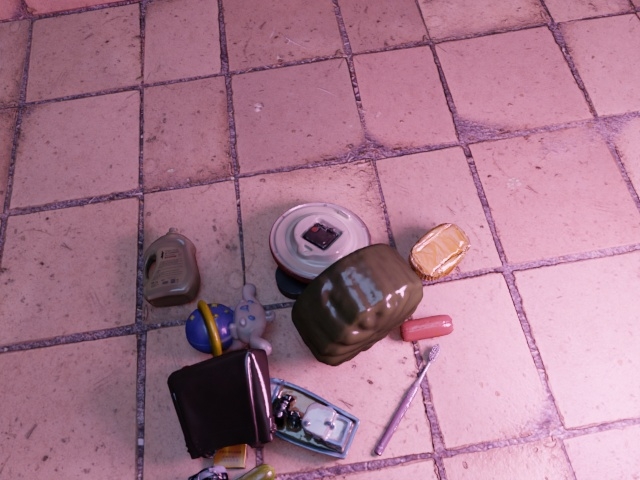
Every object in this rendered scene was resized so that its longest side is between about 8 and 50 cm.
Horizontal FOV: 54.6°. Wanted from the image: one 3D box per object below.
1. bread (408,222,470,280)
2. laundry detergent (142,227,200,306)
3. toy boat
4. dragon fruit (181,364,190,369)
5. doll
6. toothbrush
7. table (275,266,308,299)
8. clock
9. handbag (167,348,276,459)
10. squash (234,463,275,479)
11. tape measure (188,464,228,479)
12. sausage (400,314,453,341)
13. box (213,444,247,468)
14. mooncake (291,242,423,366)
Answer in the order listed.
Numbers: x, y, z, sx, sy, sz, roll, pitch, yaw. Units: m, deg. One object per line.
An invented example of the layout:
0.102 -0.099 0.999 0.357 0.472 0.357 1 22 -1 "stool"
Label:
0.357 0.037 1.875 0.190 0.114 0.132 -36 73 -6 "bread"
-0.466 0.073 1.929 0.181 0.091 0.253 -10 60 5 "laundry detergent"
-0.065 0.461 1.650 0.331 0.133 0.145 20 65 16 "toy boat"
-0.357 0.398 1.747 0.126 0.068 0.112 26 65 16 "dragon fruit"
-0.248 0.267 1.757 0.242 0.160 0.311 -6 26 -28 "doll"
0.243 0.430 1.702 0.024 0.029 0.354 22 64 31 "toothbrush"
-0.071 0.113 1.901 0.133 0.043 0.134 -2 59 4 "table"
0.000 0.000 1.905 0.318 0.080 0.319 3 50 -4 "clock"
-0.250 0.427 1.615 0.285 0.113 0.257 -19 74 21 "handbag"
-0.217 0.650 1.591 0.228 0.066 0.066 -28 62 -11 "squash"
-0.286 0.621 1.603 0.094 0.091 0.054 -29 54 8 "tape measure"
0.305 0.251 1.781 0.154 0.062 0.062 -10 60 -1 "sausage"
-0.239 0.537 1.683 0.089 0.022 0.156 -1 60 3 "box"
0.106 0.182 1.671 0.356 0.356 0.194 -31 66 -13 "mooncake"
